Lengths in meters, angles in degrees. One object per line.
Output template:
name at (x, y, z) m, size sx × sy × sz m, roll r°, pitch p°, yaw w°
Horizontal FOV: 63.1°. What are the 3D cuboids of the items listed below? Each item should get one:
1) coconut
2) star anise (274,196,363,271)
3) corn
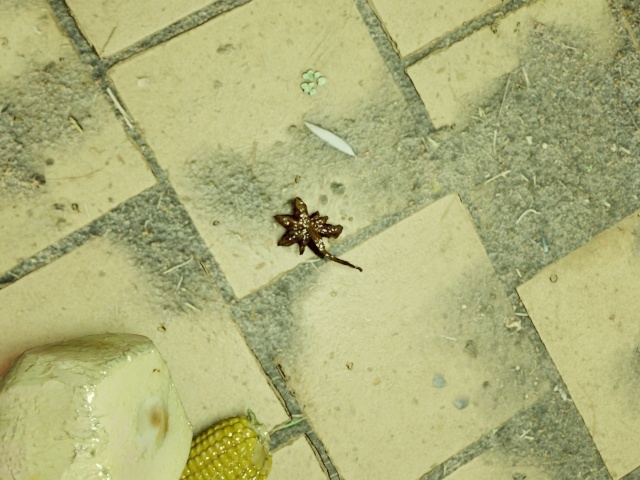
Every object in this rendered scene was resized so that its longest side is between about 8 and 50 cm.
coconut at (-0.361, 0.290, 0.796) m, size 0.254 × 0.297 × 0.298 m, roll -4°, pitch 92°, yaw 18°
star anise at (0.000, 0.000, 0.966) m, size 0.190 × 0.070 × 0.097 m, roll 32°, pitch 83°, yaw -12°
corn at (-0.246, 0.447, 0.891) m, size 0.387 × 0.144 × 0.144 m, roll -38°, pitch 97°, yaw -8°
